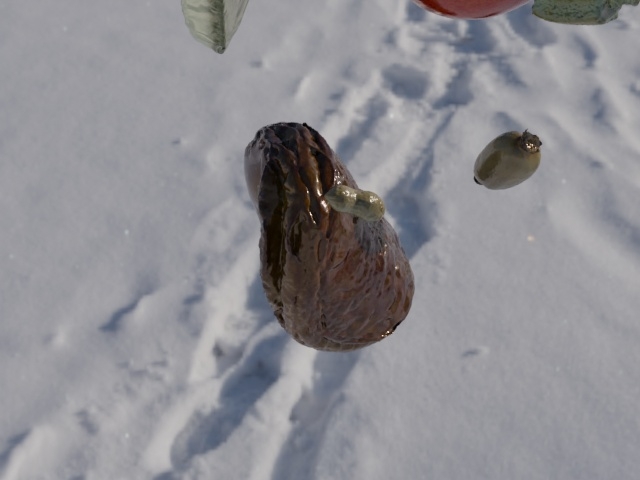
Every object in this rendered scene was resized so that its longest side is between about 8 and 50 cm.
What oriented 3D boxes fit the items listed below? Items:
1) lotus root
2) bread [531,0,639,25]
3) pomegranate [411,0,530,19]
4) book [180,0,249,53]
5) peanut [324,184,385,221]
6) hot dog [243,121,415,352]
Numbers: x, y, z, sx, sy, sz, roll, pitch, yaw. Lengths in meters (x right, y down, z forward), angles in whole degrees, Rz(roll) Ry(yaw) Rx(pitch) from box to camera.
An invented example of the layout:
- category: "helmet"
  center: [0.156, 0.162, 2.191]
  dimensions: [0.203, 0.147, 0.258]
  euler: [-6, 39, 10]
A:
- category: "lotus root"
  center: [0.249, -0.105, 1.345]
  dimensions: [0.073, 0.150, 0.062]
  euler: [23, 66, -10]
- category: "bread"
  center: [0.313, -0.308, 1.130]
  dimensions: [0.110, 0.156, 0.103]
  euler: [30, 28, 23]
- category: "pomegranate"
  center: [0.138, -0.322, 0.951]
  dimensions: [0.220, 0.221, 0.257]
  euler: [-10, 23, -17]
- category: "book"
  center: [-0.028, -0.280, 0.505]
  dimensions: [0.035, 0.352, 0.239]
  euler: [17, 69, 4]
- category: "peanut"
  center: [0.040, -0.044, 1.188]
  dimensions: [0.083, 0.037, 0.037]
  euler: [9, 24, -31]
- category: "hot dog"
  center: [0.000, 0.000, 1.401]
  dimensions: [0.174, 0.387, 0.267]
  euler: [-21, 57, 14]
